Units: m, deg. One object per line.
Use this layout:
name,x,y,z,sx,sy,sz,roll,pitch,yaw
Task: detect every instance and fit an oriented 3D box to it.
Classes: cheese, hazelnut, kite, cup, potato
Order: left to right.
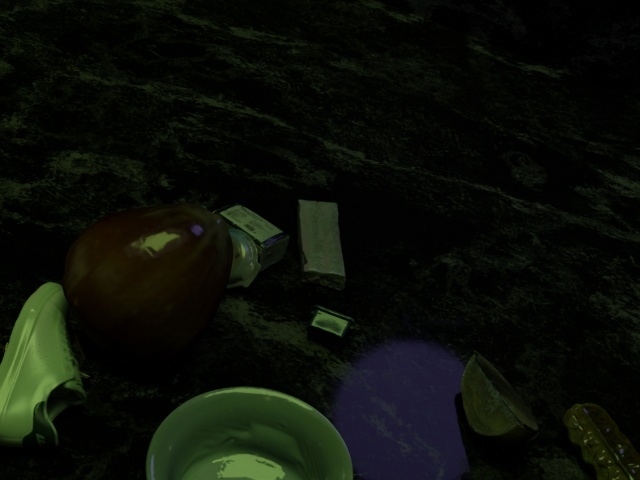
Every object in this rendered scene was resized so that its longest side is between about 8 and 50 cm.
kite,-0.540,0.232,1.914,0.184,0.014,0.241,16,44,1
hazelnut,-0.337,0.072,1.913,0.315,0.372,0.372,50,39,-13
cheese,-0.229,0.022,2.182,0.245,0.135,0.052,36,2,32
cup,-0.127,0.433,1.645,0.347,0.163,0.347,7,38,-5
potato,0.358,0.351,1.944,0.120,0.100,0.261,39,12,-26

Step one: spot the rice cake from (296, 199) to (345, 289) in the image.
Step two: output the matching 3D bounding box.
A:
rice cake,-0.002,0.001,2.303,0.106,0.050,0.297,4,39,-8

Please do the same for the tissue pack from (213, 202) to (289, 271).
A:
tissue pack,-0.171,-0.010,2.245,0.170,0.090,0.103,35,39,25

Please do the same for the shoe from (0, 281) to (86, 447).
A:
shoe,-0.510,0.235,1.819,0.160,0.131,0.363,13,48,-1

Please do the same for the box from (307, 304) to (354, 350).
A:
box,0.018,0.191,2.059,0.099,0.074,0.054,20,53,12

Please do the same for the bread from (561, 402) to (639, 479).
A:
bread,0.569,0.427,1.877,0.087,0.098,0.269,36,17,-43
